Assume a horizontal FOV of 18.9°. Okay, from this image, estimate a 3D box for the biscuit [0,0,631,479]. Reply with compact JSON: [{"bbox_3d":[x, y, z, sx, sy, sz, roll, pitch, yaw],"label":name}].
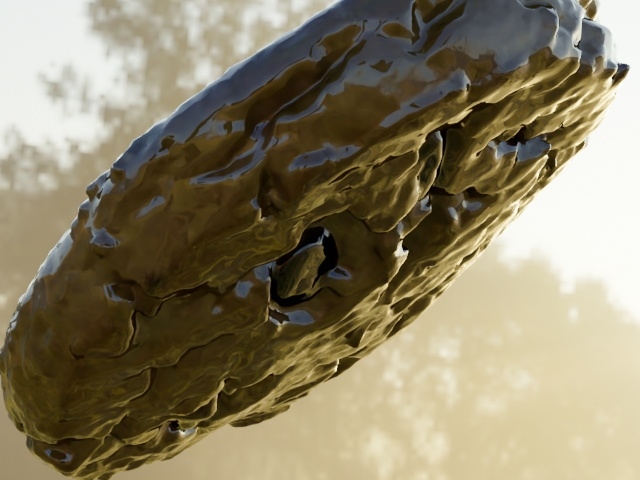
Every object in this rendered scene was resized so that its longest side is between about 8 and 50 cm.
[{"bbox_3d":[0.001,0.001,0.765,0.296,0.075,0.296,-33,-18,-12],"label":"biscuit"}]
